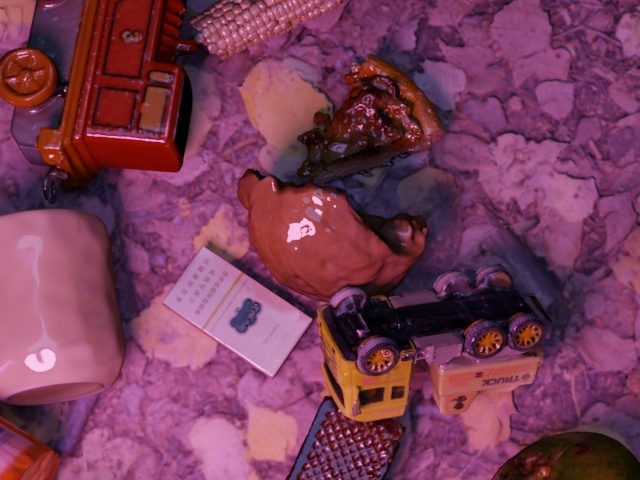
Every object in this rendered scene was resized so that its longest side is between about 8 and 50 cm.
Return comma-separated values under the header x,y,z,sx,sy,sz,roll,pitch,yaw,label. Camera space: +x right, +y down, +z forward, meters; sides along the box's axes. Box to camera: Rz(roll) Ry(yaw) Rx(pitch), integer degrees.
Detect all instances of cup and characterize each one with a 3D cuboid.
x,y,z,sx,sy,sz,roll,pitch,yaw,label
-0.348,0.078,1.635,0.173,0.255,0.202,-21,71,35,cup

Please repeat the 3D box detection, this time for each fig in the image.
x,y,z,sx,sy,sz,roll,pitch,yaw,label
0.319,0.350,1.650,0.203,0.203,0.235,-46,121,-12,fig

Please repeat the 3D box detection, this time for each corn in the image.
x,y,z,sx,sy,sz,roll,pitch,yaw,label
-0.067,-0.299,1.828,0.210,0.087,0.087,-28,78,-2,corn

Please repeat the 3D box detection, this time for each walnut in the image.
x,y,z,sx,sy,sz,roll,pitch,yaw,label
0.004,0.001,1.693,0.238,0.204,0.141,16,87,2,walnut

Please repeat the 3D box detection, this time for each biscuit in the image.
x,y,z,sx,sy,sz,roll,pitch,yaw,label
-0.024,0.369,1.656,0.107,0.073,0.388,25,76,3,biscuit

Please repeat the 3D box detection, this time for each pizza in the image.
x,y,z,sx,sy,sz,roll,pitch,yaw,label
0.046,-0.143,1.792,0.194,0.069,0.154,-40,81,-13,pizza

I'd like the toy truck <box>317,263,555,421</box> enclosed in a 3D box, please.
x,y,z,sx,sy,sz,roll,pitch,yaw,label
0.133,0.134,1.669,0.272,0.157,0.124,-8,36,-16,toy truck

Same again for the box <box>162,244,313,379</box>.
x,y,z,sx,sy,sz,roll,pitch,yaw,label
-0.102,0.088,1.750,0.167,0.024,0.090,34,77,6,box

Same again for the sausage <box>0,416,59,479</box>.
x,y,z,sx,sy,sz,roll,pitch,yaw,label
-0.473,0.260,1.584,0.287,0.233,0.233,28,76,6,sausage

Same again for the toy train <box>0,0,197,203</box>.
x,y,z,sx,sy,sz,roll,pitch,yaw,label
-0.267,-0.217,1.750,0.231,0.163,0.369,7,74,1,toy train
